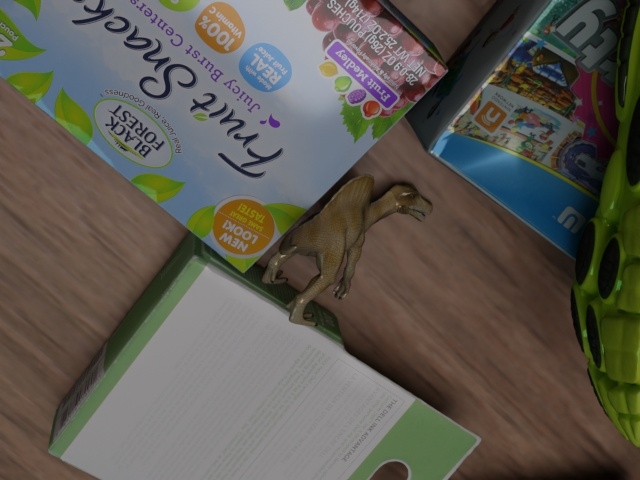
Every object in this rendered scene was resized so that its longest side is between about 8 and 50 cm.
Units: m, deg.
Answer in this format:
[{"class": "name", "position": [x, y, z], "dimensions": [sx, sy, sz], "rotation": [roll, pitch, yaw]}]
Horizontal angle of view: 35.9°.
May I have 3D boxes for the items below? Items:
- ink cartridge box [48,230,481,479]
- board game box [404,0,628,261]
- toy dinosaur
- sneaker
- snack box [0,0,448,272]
[{"class": "ink cartridge box", "position": [-0.036, 0.124, 0.665], "dimensions": [0.235, 0.056, 0.171], "rotation": [33, 105, -19]}, {"class": "board game box", "position": [0.233, -0.118, 0.578], "dimensions": [0.224, 0.097, 0.303], "rotation": [34, 105, -16]}, {"class": "toy dinosaur", "position": [0.000, 0.000, 0.587], "dimensions": [0.053, 0.183, 0.092], "rotation": [39, 118, 18]}, {"class": "sneaker", "position": [0.207, -0.019, 0.504], "dimensions": [0.124, 0.109, 0.295], "rotation": [4, 111, -6]}, {"class": "snack box", "position": [-0.062, -0.111, 0.562], "dimensions": [0.207, 0.070, 0.174], "rotation": [42, 107, -16]}]
